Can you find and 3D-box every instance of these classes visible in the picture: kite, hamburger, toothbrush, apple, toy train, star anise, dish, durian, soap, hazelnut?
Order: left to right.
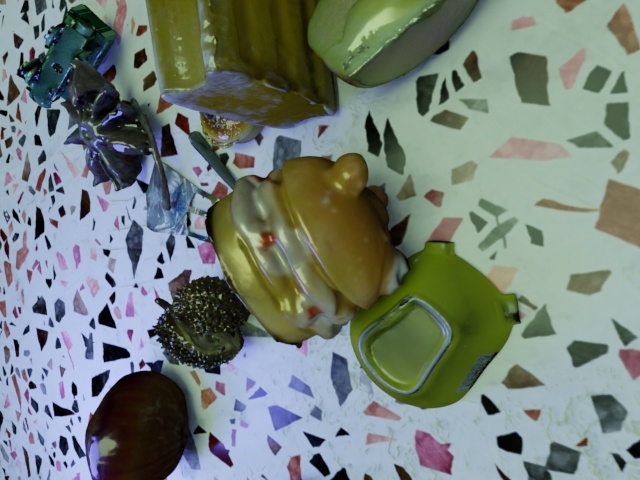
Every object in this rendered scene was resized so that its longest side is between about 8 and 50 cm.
[{"bbox_3d":[-0.616,-0.440,0.999,0.269,0.115,0.155,-37,30,29],"label":"toy train"},{"bbox_3d":[-0.480,-0.238,0.972,0.315,0.139,0.360,0,109,39],"label":"star anise"},{"bbox_3d":[-0.403,0.424,0.930,0.217,0.217,0.252,-15,62,31],"label":"hazelnut"},{"bbox_3d":[-0.300,-0.060,0.930,0.309,0.015,0.170,26,107,30],"label":"kite"},{"bbox_3d":[-0.236,0.156,0.812,0.195,0.167,0.196,0,93,-4],"label":"durian"},{"bbox_3d":[-0.190,-0.128,0.849,0.030,0.030,0.297,-41,70,0],"label":"toothbrush"},{"bbox_3d":[-0.176,-0.245,0.799,0.141,0.081,0.127,-18,85,30],"label":"hamburger"},{"bbox_3d":[-0.111,-0.363,0.630,0.156,0.293,0.336,-8,91,31],"label":"soap"},{"bbox_3d":[0.000,0.000,0.617,0.236,0.276,0.277,-30,78,11],"label":"hamburger"},{"bbox_3d":[0.109,-0.346,0.600,0.265,0.120,0.193,-37,61,18],"label":"apple"},{"bbox_3d":[0.147,0.140,0.618,0.221,0.108,0.262,45,115,19],"label":"dish"}]
